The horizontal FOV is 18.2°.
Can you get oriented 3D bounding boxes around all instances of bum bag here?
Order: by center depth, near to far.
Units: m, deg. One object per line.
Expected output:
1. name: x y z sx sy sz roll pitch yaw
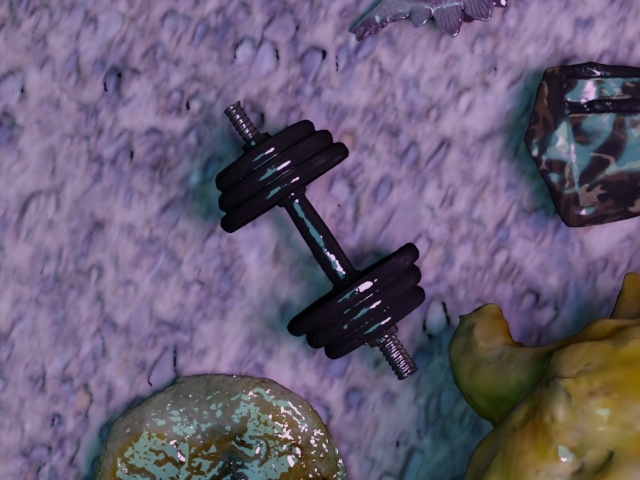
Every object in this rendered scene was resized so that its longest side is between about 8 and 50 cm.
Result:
1. bum bag: 0.254 -0.061 1.264 0.248 0.069 0.102 -1 79 5

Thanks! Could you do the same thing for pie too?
1. pie: -0.068 0.179 1.337 0.187 0.041 0.186 0 94 7

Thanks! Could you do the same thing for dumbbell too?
1. dumbbell: 0.000 0.000 1.285 0.099 0.099 0.208 -33 91 8

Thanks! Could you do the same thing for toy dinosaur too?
1. toy dinosaur: 0.104 -0.191 1.284 0.209 0.039 0.082 -41 92 19

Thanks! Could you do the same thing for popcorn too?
1. popcorn: 0.221 0.163 1.184 0.336 0.279 0.274 -18 104 2
